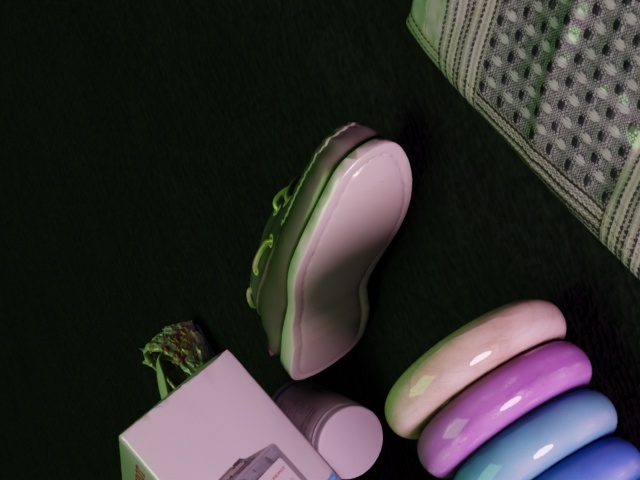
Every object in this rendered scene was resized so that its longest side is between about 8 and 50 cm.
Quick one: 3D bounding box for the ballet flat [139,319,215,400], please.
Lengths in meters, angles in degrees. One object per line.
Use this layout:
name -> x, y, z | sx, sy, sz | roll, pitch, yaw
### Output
ballet flat -> -0.123, 0.193, 1.554 | 0.241, 0.077, 0.091 | 54, 149, 30

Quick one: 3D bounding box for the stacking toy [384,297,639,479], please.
stacking toy -> 0.181, 0.204, 0.915 | 0.330, 0.141, 0.141 | 57, 151, 19

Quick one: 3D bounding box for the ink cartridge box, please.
ink cartridge box -> -0.038, 0.274, 1.269 | 0.306, 0.131, 0.226 | 47, 160, 12

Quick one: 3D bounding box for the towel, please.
towel -> 0.162, -0.151, 0.793 | 0.312, 0.056, 0.324 | 53, 148, 33

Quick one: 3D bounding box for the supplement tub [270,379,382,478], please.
supplement tub -> 0.002, 0.171, 1.302 | 0.107, 0.071, 0.071 | 16, 121, 58

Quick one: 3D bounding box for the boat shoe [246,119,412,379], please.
boat shoe -> -0.004, 0.002, 1.157 | 0.091, 0.109, 0.305 | 52, 153, 25
